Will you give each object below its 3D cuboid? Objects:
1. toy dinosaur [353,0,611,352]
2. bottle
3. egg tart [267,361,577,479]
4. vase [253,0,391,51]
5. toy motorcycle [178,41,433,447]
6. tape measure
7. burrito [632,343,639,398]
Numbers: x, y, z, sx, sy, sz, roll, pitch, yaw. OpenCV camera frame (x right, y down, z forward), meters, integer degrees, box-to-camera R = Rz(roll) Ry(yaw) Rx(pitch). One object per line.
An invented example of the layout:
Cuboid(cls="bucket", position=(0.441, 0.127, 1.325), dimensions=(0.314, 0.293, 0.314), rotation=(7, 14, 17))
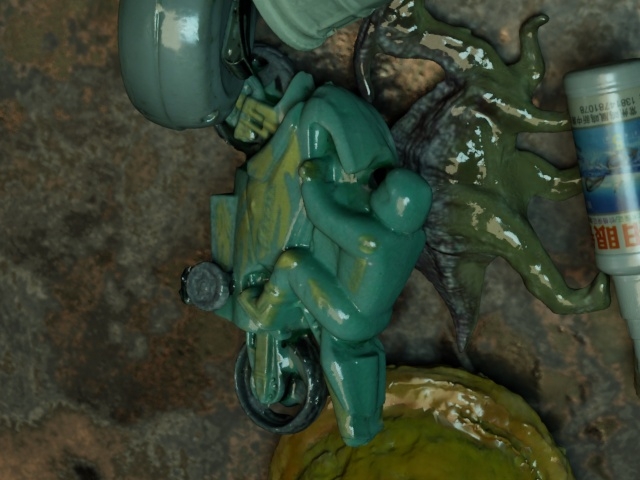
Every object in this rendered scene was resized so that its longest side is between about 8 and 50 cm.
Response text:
Cuboid(cls="toy dinosaur", position=(0.121, -0.057, 0.975), dimensions=(0.162, 0.077, 0.294), rotation=(-8, 96, 20))
Cuboid(cls="bottle", position=(0.213, -0.014, 0.905), dimensions=(0.060, 0.060, 0.217), rotation=(-10, 99, 16))
Cuboid(cls="egg tart", position=(0.081, 0.239, 1.087), dimensions=(0.288, 0.118, 0.288), rotation=(4, 117, 8))
Cuboid(cls="vase", position=(0.102, -0.229, 0.846), dimensions=(0.299, 0.143, 0.143), rotation=(-13, 109, 24))
Cuboid(cls="toy motorcycle", position=(0.000, 0.002, 0.975), dimensions=(0.198, 0.109, 0.296), rotation=(5, 98, 38))
Cuboid(cls="tape measure", position=(-0.097, -0.166, 0.817), dimensions=(0.084, 0.330, 0.164), rotation=(1, 84, 9))
Cuboid(cls="burrito", position=(0.298, -0.007, 0.922), dimensions=(0.175, 0.107, 0.347), rotation=(21, 122, 32))
